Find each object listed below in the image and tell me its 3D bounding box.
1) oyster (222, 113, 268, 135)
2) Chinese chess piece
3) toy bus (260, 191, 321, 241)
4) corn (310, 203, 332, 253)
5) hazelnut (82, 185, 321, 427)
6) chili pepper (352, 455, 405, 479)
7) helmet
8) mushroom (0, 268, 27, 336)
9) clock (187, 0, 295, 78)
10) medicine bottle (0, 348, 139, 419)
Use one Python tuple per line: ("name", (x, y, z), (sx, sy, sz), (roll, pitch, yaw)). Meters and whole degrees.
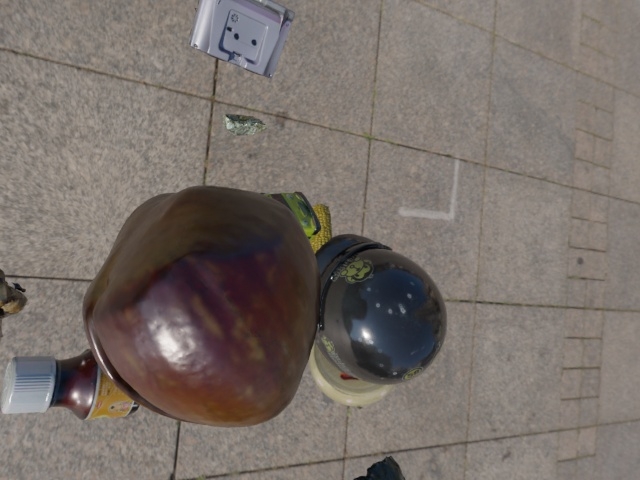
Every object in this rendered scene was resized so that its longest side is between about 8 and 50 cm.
("oyster", (-0.245, -0.362, 1.354), (0.177, 0.125, 0.064), (-2, 94, -46))
("Chinese chess piece", (0.101, 0.334, 1.238), (0.273, 0.102, 0.273), (2, 55, -3))
("toy bus", (-0.129, 0.009, 1.025), (0.150, 0.262, 0.128), (-2, 53, -43))
("corn", (-0.002, 0.001, 1.488), (0.091, 0.091, 0.260), (13, 71, -27))
("hazelnut", (-0.092, 0.054, 0.411), (0.218, 0.234, 0.218), (-6, 121, -10))
("chili pepper", (0.040, 0.464, 0.674), (0.264, 0.116, 0.148), (-42, 88, -1))
("helmet", (0.109, 0.121, 0.721), (0.230, 0.160, 0.279), (-44, 113, -19))
("mushroom", (-1.078, 0.206, 1.380), (0.195, 0.283, 0.263), (28, 35, -49))
("clock", (-0.201, -0.556, 1.134), (0.253, 0.083, 0.186), (9, 117, -33))
("medicine bottle", (-0.791, 0.462, 1.408), (0.395, 0.242, 0.242), (11, 86, -35))
